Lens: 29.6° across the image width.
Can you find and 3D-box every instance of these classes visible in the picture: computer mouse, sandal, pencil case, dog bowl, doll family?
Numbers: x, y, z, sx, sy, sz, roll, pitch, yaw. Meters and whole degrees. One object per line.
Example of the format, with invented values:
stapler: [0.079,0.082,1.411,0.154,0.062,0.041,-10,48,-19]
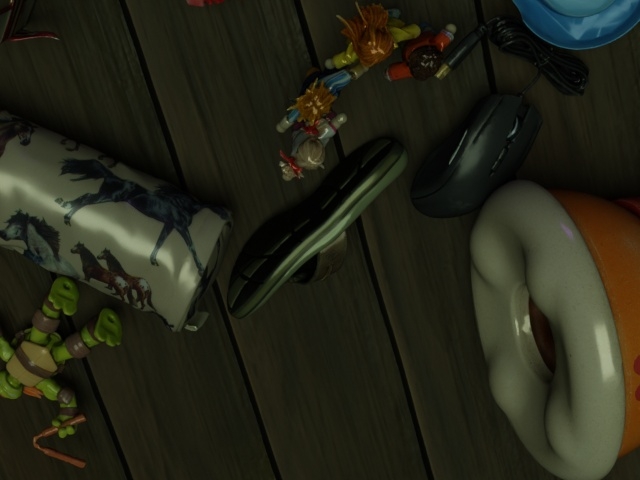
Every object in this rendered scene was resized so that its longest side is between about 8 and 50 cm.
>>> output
computer mouse: [0.184,-0.132,1.405,0.184,0.060,0.262,31,111,-36]
sandal: [0.001,0.000,1.473,0.303,0.120,0.086,-40,118,15]
pencil case: [-0.303,-0.028,1.448,0.410,0.159,0.183,23,133,-6]
dog bowl: [0.242,-0.347,1.350,0.297,0.074,0.166,41,107,-13]
doll family: [0.025,-0.185,1.371,0.263,0.163,0.118,-39,104,15]

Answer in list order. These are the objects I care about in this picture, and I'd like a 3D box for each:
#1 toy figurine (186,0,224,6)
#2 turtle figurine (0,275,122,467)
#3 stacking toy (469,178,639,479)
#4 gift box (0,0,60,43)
toy figurine: [-0.171,-0.413,1.235,0.191,0.217,0.362,-1,106,34]
turtle figurine: [-0.348,0.153,1.553,0.217,0.087,0.269,-39,97,28]
stacking toy: [0.441,0.061,1.415,0.480,0.350,0.350,-13,110,-11]
gift box: [-0.397,-0.328,1.290,0.276,0.255,0.258,24,108,-3]
